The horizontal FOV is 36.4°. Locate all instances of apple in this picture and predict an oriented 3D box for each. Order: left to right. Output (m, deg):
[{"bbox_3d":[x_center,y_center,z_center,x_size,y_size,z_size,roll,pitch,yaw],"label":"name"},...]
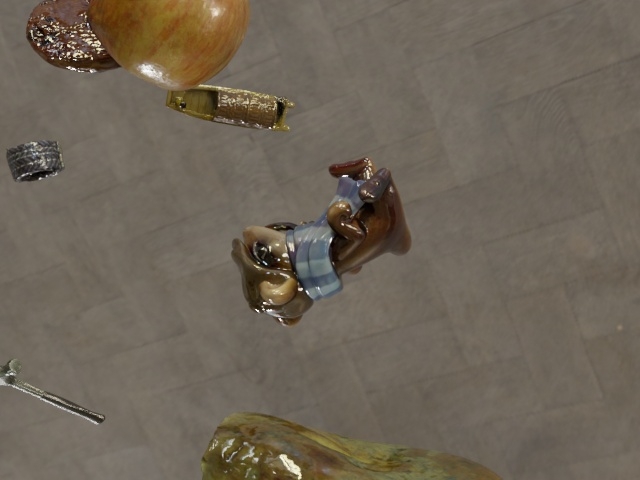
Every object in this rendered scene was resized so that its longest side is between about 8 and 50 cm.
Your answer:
[{"bbox_3d":[-0.205,-0.315,1.343,0.211,0.211,0.188,43,109,4],"label":"apple"}]

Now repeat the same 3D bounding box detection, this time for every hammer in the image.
[{"bbox_3d":[-0.494,0.286,1.758,0.103,0.029,0.246,-27,136,27],"label":"hammer"}]

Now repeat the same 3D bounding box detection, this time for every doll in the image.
[{"bbox_3d":[-0.002,-0.004,1.737,0.340,0.318,0.209,-35,78,4],"label":"doll"}]

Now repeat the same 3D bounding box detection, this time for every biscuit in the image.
[{"bbox_3d":[-0.350,-0.320,1.470,0.192,0.192,0.049,19,134,16],"label":"biscuit"}]

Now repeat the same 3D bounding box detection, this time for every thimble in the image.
[{"bbox_3d":[-0.546,-0.149,1.851,0.104,0.095,0.066,-14,86,18],"label":"thimble"}]

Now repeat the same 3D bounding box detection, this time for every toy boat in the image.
[{"bbox_3d":[-0.156,-0.234,1.700,0.226,0.088,0.068,8,100,-17],"label":"toy boat"}]

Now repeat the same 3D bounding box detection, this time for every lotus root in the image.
[{"bbox_3d":[0.050,0.311,0.981,0.346,0.250,0.250,9,112,11],"label":"lotus root"}]
